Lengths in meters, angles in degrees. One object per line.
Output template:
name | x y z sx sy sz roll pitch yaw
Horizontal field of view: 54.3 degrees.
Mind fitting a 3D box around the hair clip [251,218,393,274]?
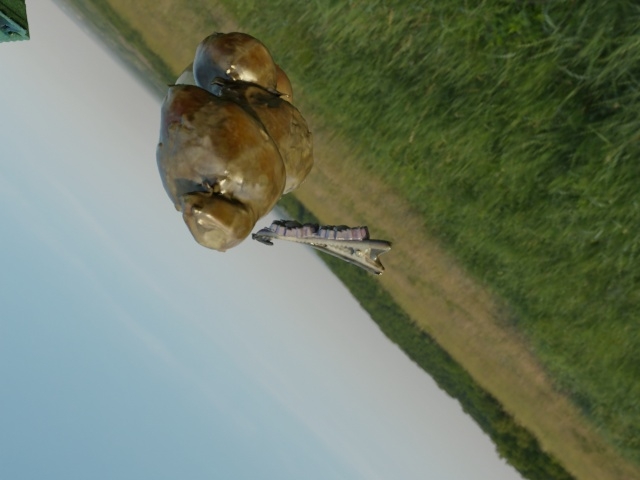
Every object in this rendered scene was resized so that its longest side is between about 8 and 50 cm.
hair clip | 0.000 0.000 1.188 0.292 0.084 0.106 11 -170 22

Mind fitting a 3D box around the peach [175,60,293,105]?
peach | -0.192 -0.294 1.415 0.292 0.292 0.247 44 -170 18

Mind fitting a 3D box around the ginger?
ginger | -0.121 -0.127 0.852 0.256 0.176 0.375 62 -158 -28

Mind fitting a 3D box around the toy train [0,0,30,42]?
toy train | -0.420 -0.320 0.602 0.139 0.178 0.330 -2 170 12
